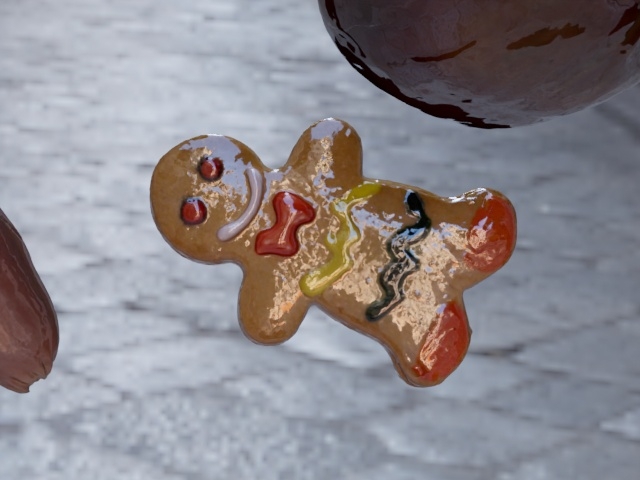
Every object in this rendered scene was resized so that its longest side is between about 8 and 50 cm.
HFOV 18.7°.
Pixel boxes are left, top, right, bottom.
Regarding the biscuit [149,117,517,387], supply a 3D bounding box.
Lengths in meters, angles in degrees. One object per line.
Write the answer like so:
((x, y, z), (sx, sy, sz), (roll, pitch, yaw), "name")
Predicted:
((0.000, 0.000, 1.328), (0.250, 0.165, 0.036), (22, -3, 1), "biscuit")

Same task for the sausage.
((-0.304, -0.086, 1.357), (0.088, 0.433, 0.088), (-27, 8, 4), "sausage")

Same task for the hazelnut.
((0.109, -0.166, 1.103), (0.229, 0.229, 0.229), (3, 10, -1), "hazelnut")
